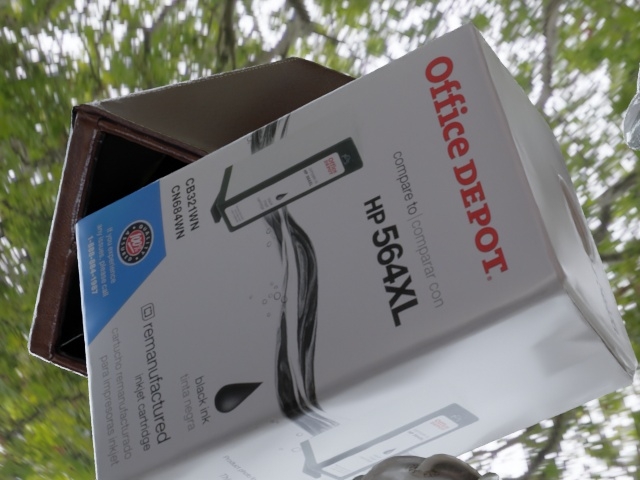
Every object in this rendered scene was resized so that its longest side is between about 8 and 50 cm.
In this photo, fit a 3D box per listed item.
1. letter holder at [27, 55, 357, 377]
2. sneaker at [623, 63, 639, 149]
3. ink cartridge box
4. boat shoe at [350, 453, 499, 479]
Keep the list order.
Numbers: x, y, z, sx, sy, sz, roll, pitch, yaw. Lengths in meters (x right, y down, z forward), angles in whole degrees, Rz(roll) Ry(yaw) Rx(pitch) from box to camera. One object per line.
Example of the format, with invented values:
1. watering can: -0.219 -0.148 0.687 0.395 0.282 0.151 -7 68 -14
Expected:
1. letter holder: 0.000 0.000 0.902 0.214 0.302 0.152 20 -71 17
2. sneaker: 0.211 -0.088 0.886 0.053 0.152 0.061 -17 -96 20
3. ink cartridge box: 0.008 0.022 0.603 0.203 0.086 0.148 -27 -132 16
4. boat shoe: 0.032 0.109 0.432 0.267 0.096 0.088 -24 -131 17
